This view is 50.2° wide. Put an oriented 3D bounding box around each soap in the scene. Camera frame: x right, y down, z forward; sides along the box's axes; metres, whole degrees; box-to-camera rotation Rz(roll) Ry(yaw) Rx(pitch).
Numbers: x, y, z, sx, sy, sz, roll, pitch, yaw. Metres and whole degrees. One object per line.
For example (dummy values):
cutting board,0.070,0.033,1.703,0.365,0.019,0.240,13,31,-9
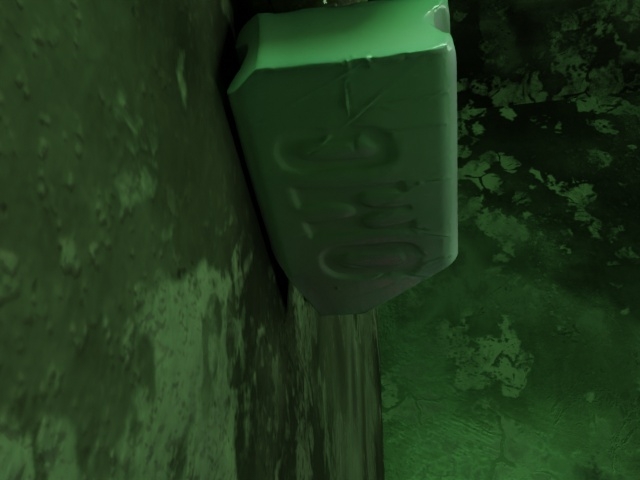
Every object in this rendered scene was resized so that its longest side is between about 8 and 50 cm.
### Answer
soap,0.038,-0.069,0.724,0.347,0.208,0.115,78,12,-45

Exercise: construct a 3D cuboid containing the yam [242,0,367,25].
yam,-0.025,-0.325,0.672,0.154,0.153,0.255,-84,164,-56
